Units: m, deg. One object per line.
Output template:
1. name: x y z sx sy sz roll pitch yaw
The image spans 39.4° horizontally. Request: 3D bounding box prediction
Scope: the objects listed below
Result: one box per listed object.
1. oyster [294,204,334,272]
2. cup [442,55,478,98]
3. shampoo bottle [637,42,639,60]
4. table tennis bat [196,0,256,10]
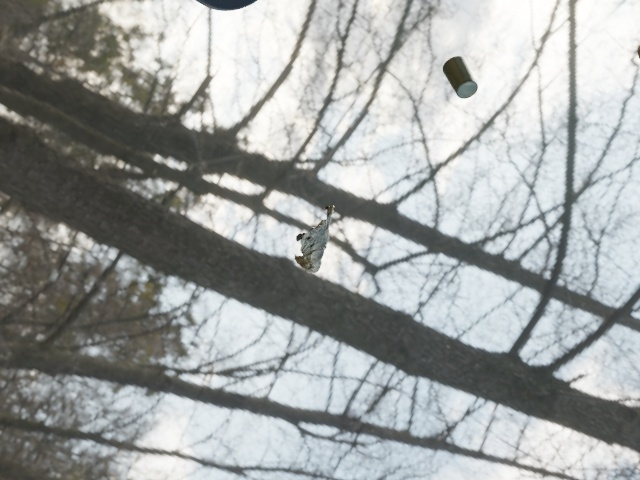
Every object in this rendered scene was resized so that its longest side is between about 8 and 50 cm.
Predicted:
1. oyster: -0.003 -0.003 1.738 0.106 0.061 0.200 -46 170 -9
2. cup: 0.299 -0.336 1.882 0.054 0.075 0.083 -27 -130 12
3. shampoo bottle: 0.572 -0.322 1.266 0.257 0.127 0.078 -34 -120 55
4. table tennis bat: -0.141 -0.372 1.125 0.150 0.236 0.027 -59 -134 22
